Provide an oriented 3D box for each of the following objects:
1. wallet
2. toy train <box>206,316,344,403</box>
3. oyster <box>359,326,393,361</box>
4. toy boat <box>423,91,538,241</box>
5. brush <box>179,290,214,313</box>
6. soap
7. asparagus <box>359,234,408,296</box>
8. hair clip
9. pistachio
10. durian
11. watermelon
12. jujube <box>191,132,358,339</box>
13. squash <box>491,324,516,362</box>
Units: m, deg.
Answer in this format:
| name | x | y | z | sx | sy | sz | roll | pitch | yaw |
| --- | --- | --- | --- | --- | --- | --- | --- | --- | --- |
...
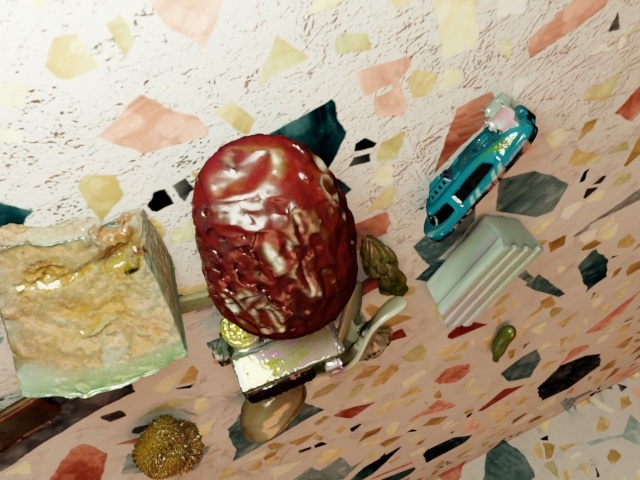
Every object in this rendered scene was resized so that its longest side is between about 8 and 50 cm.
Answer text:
| name | x | y | z | sx | sy | sz | roll | pitch | yaw |
| --- | --- | --- | --- | --- | --- | --- | --- | --- | --- |
| wallet | -0.611 | 0.365 | 1.230 | 0.255 | 0.031 | 0.137 | -29 | 151 | -12 |
| toy train | -0.079 | 0.198 | 1.283 | 0.261 | 0.177 | 0.134 | -20 | 159 | -6 |
| oyster | 0.114 | 0.256 | 1.631 | 0.166 | 0.053 | 0.108 | 8 | 104 | -32 |
| toy boat | 0.265 | -0.128 | 1.225 | 0.092 | 0.134 | 0.298 | 31 | 123 | -11 |
| brush | -0.155 | 0.096 | 1.258 | 0.337 | 0.020 | 0.085 | -14 | 143 | -22 |
| soap | 0.362 | 0.078 | 1.549 | 0.173 | 0.095 | 0.289 | 3 | 134 | -40 |
| asparagus | 0.132 | 0.063 | 1.378 | 0.080 | 0.080 | 0.287 | -31 | 145 | 1 |
| hair clip | 0.066 | 0.195 | 1.410 | 0.282 | 0.113 | 0.172 | -57 | 173 | 32 |
| pistachio | -0.114 | 0.398 | 1.583 | 0.185 | 0.124 | 0.124 | -37 | 145 | 5 |
| durian | -0.341 | 0.467 | 1.502 | 0.158 | 0.137 | 0.168 | 26 | 110 | -27 |
| watermelon | -0.344 | 0.070 | 1.003 | 0.264 | 0.151 | 0.301 | -14 | 125 | -17 |
| jujube | -0.066 | 0.008 | 1.035 | 0.259 | 0.258 | 0.376 | -23 | 150 | -10 |
| squash | 0.552 | 0.311 | 2.025 | 0.052 | 0.052 | 0.183 | -18 | 146 | -17 |
